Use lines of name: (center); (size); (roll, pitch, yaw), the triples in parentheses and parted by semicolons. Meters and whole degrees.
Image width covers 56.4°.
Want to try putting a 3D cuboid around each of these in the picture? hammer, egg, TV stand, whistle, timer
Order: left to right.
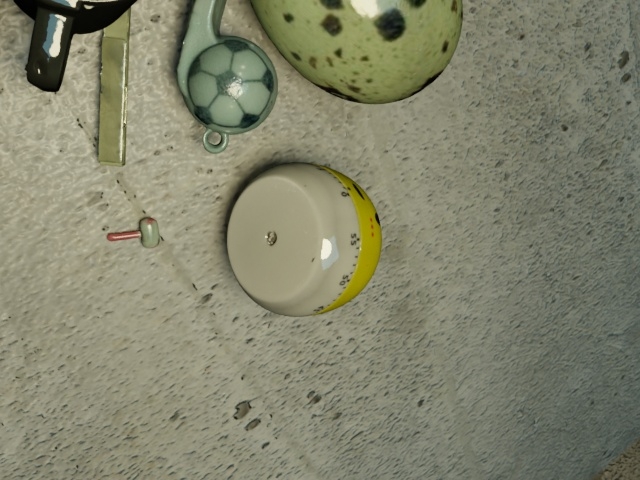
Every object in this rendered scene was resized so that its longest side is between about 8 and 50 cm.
TV stand: (-0.310, -0.235, 0.902); (0.036, 0.042, 0.249); (5, 104, -10)
hammer: (-0.311, -0.009, 0.993); (0.083, 0.031, 0.053); (-9, 109, -21)
whistle: (-0.133, -0.274, 0.923); (0.163, 0.163, 0.290); (9, 104, -32)
timer: (0.000, 0.000, 1.056); (0.285, 0.285, 0.285); (-11, 113, -27)
egg: (0.052, -0.377, 0.911); (0.288, 0.287, 0.379); (-51, 125, -5)

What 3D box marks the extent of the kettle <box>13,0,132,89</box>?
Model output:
kettle: (-0.281, -0.324, 0.704); (0.203, 0.308, 0.262); (-20, 106, -21)
